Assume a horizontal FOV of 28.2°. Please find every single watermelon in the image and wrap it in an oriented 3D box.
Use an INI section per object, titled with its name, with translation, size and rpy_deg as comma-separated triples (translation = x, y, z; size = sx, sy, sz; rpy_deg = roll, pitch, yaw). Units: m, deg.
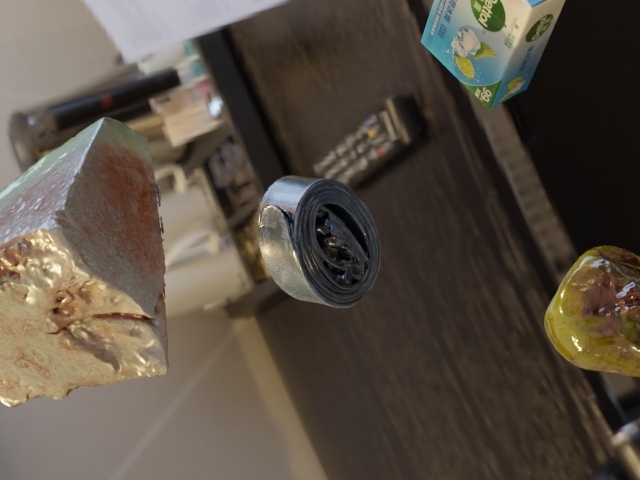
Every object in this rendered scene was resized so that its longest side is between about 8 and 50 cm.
[watermelon]
translation = -0.255, 0.034, 1.288
size = 0.193, 0.310, 0.232
rpy_deg = 53, 171, -31

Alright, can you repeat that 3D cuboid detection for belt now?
[belt]
translation = 0.000, 0.000, 1.602
size = 0.082, 0.141, 0.190
rpy_deg = 6, 143, 41

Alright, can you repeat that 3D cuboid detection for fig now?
[fig]
translation = 0.325, 0.083, 1.455
size = 0.154, 0.144, 0.165
rpy_deg = 41, 146, -16

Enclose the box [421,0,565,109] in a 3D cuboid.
[box]
translation = 0.213, -0.278, 1.581
size = 0.139, 0.073, 0.194
rpy_deg = 49, 152, 21
